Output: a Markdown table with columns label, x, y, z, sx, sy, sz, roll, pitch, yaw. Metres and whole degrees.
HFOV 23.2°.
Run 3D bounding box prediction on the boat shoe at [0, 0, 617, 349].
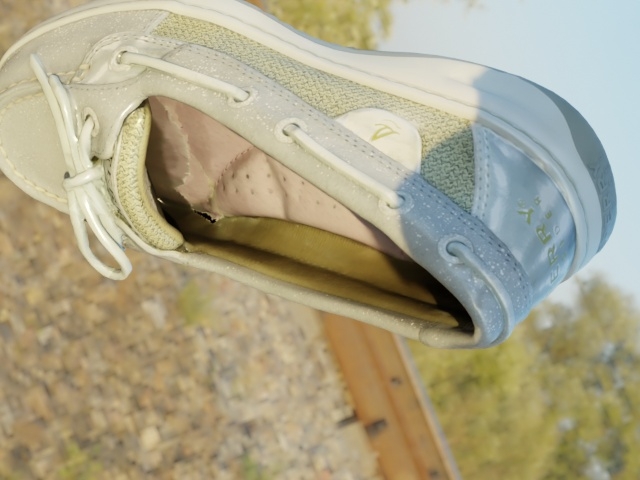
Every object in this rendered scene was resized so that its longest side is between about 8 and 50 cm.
| label | x | y | z | sx | sy | sz | roll | pitch | yaw |
| --- | --- | --- | --- | --- | --- | --- | --- | --- | --- |
| boat shoe | -0.037 | -0.028 | 0.667 | 0.103 | 0.320 | 0.118 | -44 | 137 | -38 |
